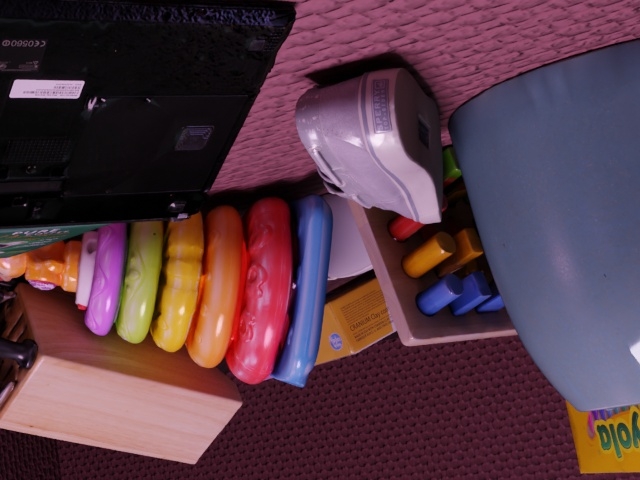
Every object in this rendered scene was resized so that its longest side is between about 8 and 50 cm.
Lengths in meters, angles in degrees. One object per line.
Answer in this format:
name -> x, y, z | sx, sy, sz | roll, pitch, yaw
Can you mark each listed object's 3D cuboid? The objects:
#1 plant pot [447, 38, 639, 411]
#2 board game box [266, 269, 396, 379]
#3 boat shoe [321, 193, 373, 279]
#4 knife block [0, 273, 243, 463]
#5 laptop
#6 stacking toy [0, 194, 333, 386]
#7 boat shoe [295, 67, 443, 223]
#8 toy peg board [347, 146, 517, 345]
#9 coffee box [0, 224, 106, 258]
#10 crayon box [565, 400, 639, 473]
plant pot -> 0.260, -0.001, 0.935 | 0.293, 0.235, 0.293 | -10, 171, -2
board game box -> 0.058, 0.078, 1.541 | 0.242, 0.064, 0.316 | -27, 179, -26
boat shoe -> 0.000, 0.000, 1.207 | 0.219, 0.077, 0.070 | -7, 175, 44
knife block -> -0.228, 0.118, 1.079 | 0.088, 0.276, 0.242 | -52, 176, 23
laptop -> -0.181, -0.078, 0.700 | 0.234, 0.136, 0.264 | -5, 144, -32
stacking toy -> -0.149, 0.029, 1.075 | 0.302, 0.165, 0.175 | 8, 177, -13
boat shoe -> 0.036, -0.063, 0.857 | 0.081, 0.079, 0.227 | -2, 168, 14
toy peg board -> 0.122, -0.005, 1.057 | 0.161, 0.160, 0.079 | -2, 153, -40
coffee box -> -0.241, -0.014, 0.915 | 0.113, 0.040, 0.184 | -5, 175, -37
crayon box -> 0.372, 0.095, 1.404 | 0.106, 0.313, 0.363 | -7, 171, -14
